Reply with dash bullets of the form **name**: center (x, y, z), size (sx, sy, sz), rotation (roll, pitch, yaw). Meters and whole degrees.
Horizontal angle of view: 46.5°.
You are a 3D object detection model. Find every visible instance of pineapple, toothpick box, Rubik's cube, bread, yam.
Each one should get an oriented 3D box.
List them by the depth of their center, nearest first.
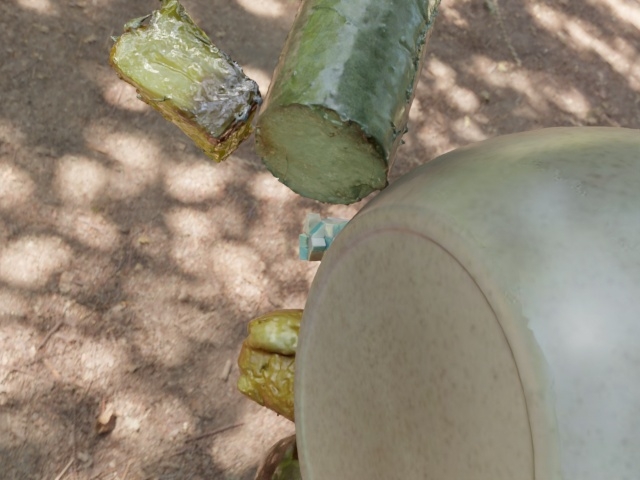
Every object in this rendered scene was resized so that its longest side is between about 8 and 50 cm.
- **pineapple**: center (-0.083, -0.108, 0.548), size (0.116, 0.069, 0.137), rotation (34, -7, 42)
- **toothpick box**: center (0.230, 0.125, 0.553), size (0.425, 0.409, 0.409), rotation (0, 58, -27)
- **yam**: center (0.037, -0.206, 0.858), size (0.168, 0.168, 0.304), rotation (23, 64, -14)
- **bread**: center (0.022, 0.180, 1.093), size (0.195, 0.149, 0.344), rotation (20, -2, 25)
- **Rubik's cube**: center (0.001, -0.002, 1.131), size (0.084, 0.073, 0.075), rotation (14, 86, -57)

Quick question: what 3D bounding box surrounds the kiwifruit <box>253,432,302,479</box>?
- **kiwifruit**: center (-0.009, 0.386, 1.036), size (0.196, 0.196, 0.234), rotation (21, 53, -16)
